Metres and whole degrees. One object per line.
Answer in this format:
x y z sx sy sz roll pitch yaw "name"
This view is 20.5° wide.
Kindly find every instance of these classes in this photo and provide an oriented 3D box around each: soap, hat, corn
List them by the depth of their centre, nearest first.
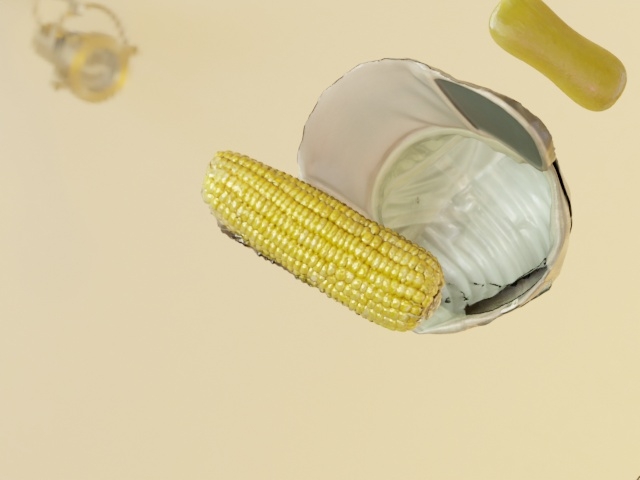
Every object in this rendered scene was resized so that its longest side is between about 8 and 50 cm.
0.127 -0.100 0.941 0.089 0.012 0.034 32 -86 -21 "soap"
0.000 0.000 1.327 0.203 0.072 0.072 30 -99 4 "corn"
0.097 -0.047 1.546 0.232 0.161 0.275 -41 -58 13 "hat"

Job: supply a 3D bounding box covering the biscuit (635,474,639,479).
0.194 0.240 1.313 0.150 0.252 0.052 -19 -111 -33 "biscuit"
